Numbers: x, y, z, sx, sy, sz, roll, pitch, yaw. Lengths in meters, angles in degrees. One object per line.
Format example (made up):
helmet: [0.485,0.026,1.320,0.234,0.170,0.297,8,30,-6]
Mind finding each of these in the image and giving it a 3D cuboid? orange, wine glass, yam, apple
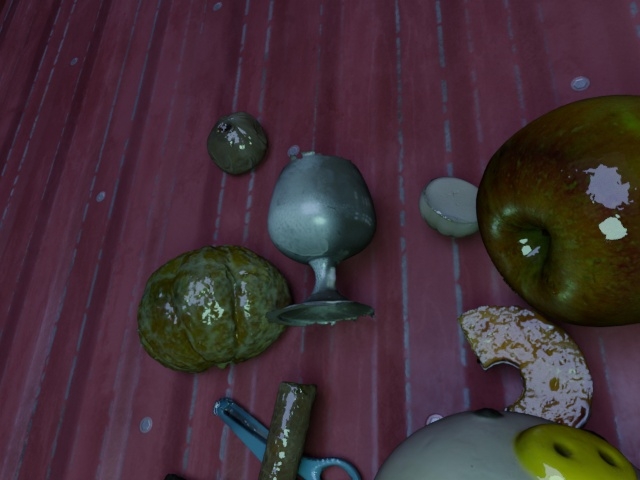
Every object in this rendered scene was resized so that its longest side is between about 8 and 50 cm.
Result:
orange: [-0.260,0.136,1.137,0.369,0.210,0.270,-18,62,22]
wine glass: [0.000,0.000,1.055,0.238,0.238,0.322,-13,66,21]
yam: [-0.077,0.431,0.936,0.081,0.081,0.356,2,69,28]
apple: [0.450,-0.052,0.818,0.374,0.374,0.384,-54,15,-5]

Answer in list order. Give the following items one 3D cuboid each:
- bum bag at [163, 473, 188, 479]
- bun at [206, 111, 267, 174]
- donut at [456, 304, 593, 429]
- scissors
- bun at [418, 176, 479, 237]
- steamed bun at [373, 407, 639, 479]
bum bag: [-0.247,0.529,1.024,0.233,0.060,0.106,-4,74,28]
bun: [-0.225,-0.263,1.364,0.173,0.113,0.166,3,68,31]
donut: [0.351,0.216,0.847,0.152,0.101,0.258,-28,56,13]
scissors: [-0.079,0.431,1.004,0.393,0.032,0.180,30,83,33]
bun: [0.259,-0.054,1.035,0.138,0.094,0.138,4,48,-5]
steamed bun: [0.238,0.367,0.628,0.374,0.334,0.333,15,71,-5]
